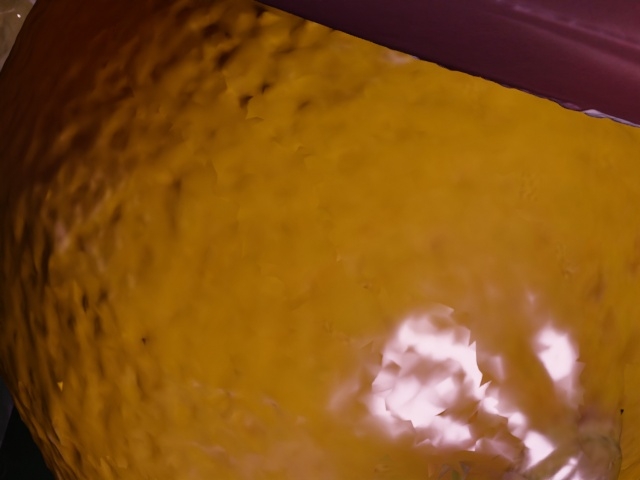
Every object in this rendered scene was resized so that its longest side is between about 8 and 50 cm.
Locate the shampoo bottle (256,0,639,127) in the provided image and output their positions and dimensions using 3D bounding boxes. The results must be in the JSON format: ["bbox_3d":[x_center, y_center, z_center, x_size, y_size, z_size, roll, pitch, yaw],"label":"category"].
[{"bbox_3d":[0.011,-0.077,0.401,0.236,0.067,0.068,16,178,-27],"label":"shampoo bottle"}]

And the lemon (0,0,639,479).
[{"bbox_3d":[0.000,0.000,0.649,0.245,0.245,0.320,16,-163,-36],"label":"lemon"}]

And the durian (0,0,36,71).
[{"bbox_3d":[-0.256,-0.144,1.196,0.172,0.166,0.306,16,179,32],"label":"durian"}]
